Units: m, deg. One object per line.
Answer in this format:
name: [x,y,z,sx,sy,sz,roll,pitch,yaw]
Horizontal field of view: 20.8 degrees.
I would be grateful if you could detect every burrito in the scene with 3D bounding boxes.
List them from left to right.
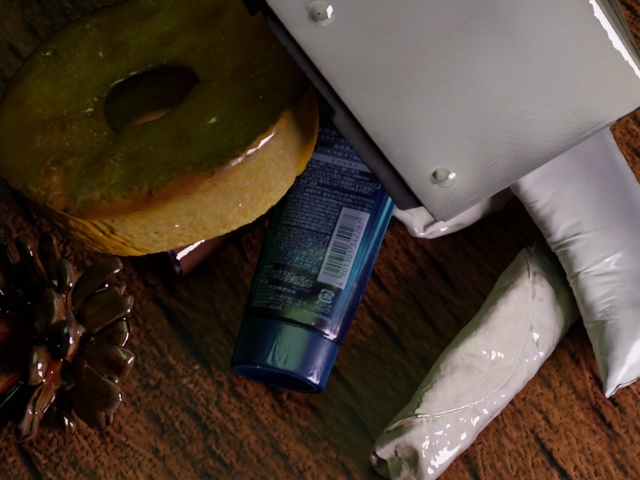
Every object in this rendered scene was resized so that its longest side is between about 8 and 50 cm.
burrito: [0.139,0.110,1.526,0.082,0.059,0.275,44,62,2]

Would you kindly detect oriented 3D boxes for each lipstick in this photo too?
lipstick: [-0.014,-0.075,1.636,0.356,0.057,0.057,-34,66,-23]

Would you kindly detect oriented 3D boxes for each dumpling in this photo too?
dumpling: [0.124,-0.083,1.628,0.169,0.100,0.134,-39,61,3]

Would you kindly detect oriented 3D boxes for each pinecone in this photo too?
pinecone: [-0.251,0.079,1.460,0.195,0.150,0.179,-5,63,-4]

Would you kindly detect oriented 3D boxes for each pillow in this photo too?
pillow: [0.253,0.010,1.554,0.144,0.078,0.254,-20,81,-37]

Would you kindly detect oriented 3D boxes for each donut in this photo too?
donut: [-0.140,-0.101,1.565,0.303,0.110,0.303,-11,44,11]

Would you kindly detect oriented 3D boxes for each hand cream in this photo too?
hand cream: [0.000,0.000,1.551,0.120,0.061,0.271,12,70,15]

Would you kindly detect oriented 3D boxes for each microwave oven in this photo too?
microwave oven: [0.080,-0.265,1.509,0.247,0.333,0.394,-29,31,15]
